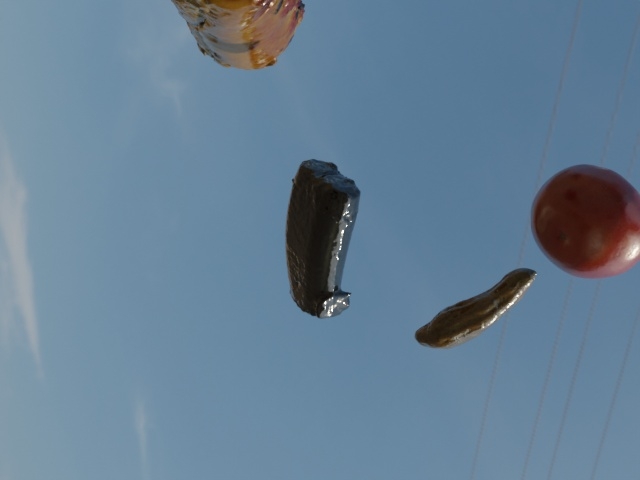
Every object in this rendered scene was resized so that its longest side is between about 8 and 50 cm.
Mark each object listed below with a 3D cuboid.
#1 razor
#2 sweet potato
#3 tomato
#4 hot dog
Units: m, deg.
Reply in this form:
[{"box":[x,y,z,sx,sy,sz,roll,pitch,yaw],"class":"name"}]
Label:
[{"box":[-0.004,0.002,1.633,0.189,0.107,0.326,43,-44,47],"class":"razor"},{"box":[0.204,0.093,0.998,0.182,0.054,0.053,-32,-122,10],"class":"sweet potato"},{"box":[0.433,-0.028,1.247,0.195,0.136,0.195,33,-47,44],"class":"tomato"},{"box":[-0.113,-0.432,0.934,0.365,0.196,0.367,45,39,-85],"class":"hot dog"}]
